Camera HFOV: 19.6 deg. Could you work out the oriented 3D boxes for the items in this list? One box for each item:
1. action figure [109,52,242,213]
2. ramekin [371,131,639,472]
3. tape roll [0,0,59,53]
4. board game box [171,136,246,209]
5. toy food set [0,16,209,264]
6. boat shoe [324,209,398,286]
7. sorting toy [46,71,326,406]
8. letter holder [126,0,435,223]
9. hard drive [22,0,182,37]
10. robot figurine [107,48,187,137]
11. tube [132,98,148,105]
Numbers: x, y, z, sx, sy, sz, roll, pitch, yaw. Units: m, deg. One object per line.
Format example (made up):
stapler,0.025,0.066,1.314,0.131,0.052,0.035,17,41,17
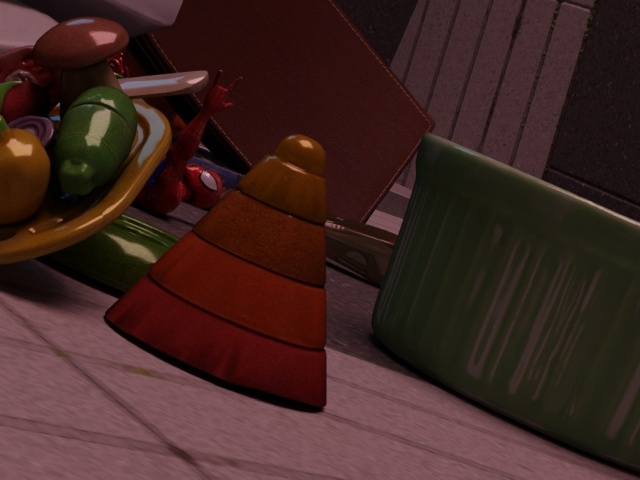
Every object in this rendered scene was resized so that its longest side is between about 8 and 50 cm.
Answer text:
action figure,-0.180,-0.108,1.447,0.280,0.139,0.091,23,5,-33
ramekin,0.183,0.051,1.290,0.303,0.148,0.303,23,4,-2
tape roll,-0.355,-0.156,1.179,0.392,0.072,0.392,17,11,-4
board game box,-0.200,-0.096,1.725,0.243,0.042,0.165,21,5,-22
toy food set,-0.147,-0.068,0.959,0.128,0.071,0.218,-2,29,15
boat shoe,0.001,0.000,1.684,0.153,0.048,0.056,17,16,10
sorting toy,-0.083,-0.028,1.039,0.127,0.126,0.365,20,6,-30
letter holder,-0.071,-0.138,1.813,0.302,0.214,0.152,49,-37,-19
hard drive,-0.251,-0.206,1.413,0.210,0.040,0.319,25,-10,-22
robot figurine,-0.226,-0.171,1.925,0.219,0.128,0.158,21,27,-31
tube,-0.261,-0.170,1.703,0.240,0.062,0.070,29,49,7
